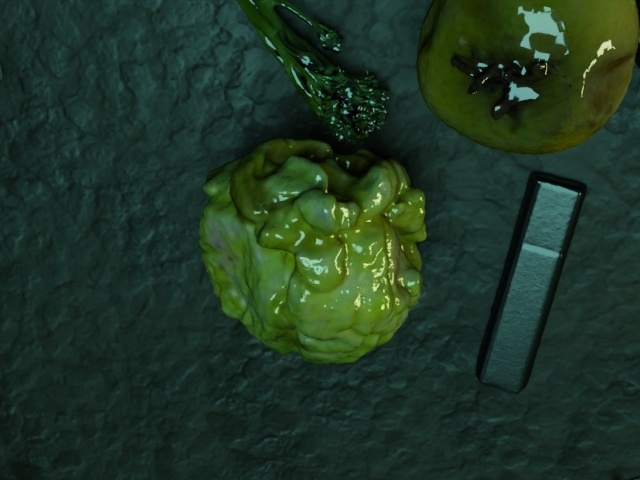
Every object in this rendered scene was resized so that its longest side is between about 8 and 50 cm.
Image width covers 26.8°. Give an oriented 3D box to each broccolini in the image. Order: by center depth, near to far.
[{"bbox_3d":[-0.057,-0.263,1.315,0.392,0.074,0.079,57,150,-13],"label":"broccolini"}]

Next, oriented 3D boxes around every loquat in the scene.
[{"bbox_3d":[0.194,-0.179,1.227,0.213,0.213,0.213,3,112,7],"label":"loquat"}]

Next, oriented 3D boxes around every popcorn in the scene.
[{"bbox_3d":[0.000,0.000,1.326,0.259,0.212,0.259,27,127,41],"label":"popcorn"}]

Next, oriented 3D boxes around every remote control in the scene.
[{"bbox_3d":[0.219,0.047,1.413,0.063,0.025,0.245,15,113,7],"label":"remote control"}]

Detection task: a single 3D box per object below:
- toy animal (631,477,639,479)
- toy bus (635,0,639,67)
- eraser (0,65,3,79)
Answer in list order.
[{"bbox_3d":[0.337,0.288,1.489,0.084,0.028,0.050,-12,101,14],"label":"toy animal"},{"bbox_3d":[0.322,-0.249,1.252,0.077,0.079,0.174,-9,111,1],"label":"toy bus"},{"bbox_3d":[-0.415,-0.157,1.380,0.150,0.104,0.023,-6,110,11],"label":"eraser"}]
